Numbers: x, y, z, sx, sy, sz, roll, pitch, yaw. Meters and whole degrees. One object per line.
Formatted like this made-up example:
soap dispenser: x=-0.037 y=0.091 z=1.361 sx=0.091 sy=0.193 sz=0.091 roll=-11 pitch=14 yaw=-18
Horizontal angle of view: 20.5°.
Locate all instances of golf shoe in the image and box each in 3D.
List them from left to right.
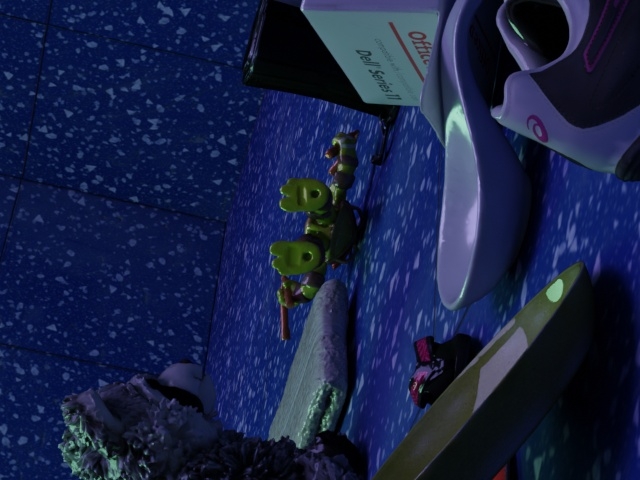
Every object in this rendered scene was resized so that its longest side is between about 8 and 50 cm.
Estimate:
golf shoe: x=0.160 y=-0.149 z=0.954 sx=0.105 sy=0.120 sz=0.273 roll=108 pitch=173 yaw=-49

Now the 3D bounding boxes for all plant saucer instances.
plant saucer: x=0.088 y=0.113 z=1.051 sx=0.241 sy=0.037 sz=0.241 roll=-48 pitch=-1 yaw=-2

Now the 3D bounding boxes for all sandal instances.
sandal: x=0.086 y=0.106 z=1.408 sx=0.179 sy=0.040 sz=0.067 roll=154 pitch=128 yaw=-81

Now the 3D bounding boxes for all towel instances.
towel: x=-0.015 y=0.206 z=2.022 sx=0.187 sy=0.049 sz=0.282 roll=-90 pitch=15 yaw=-55

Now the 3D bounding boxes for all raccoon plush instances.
raccoon plush: x=-0.127 y=0.314 z=1.693 sx=0.446 sy=0.299 sz=0.216 roll=-86 pitch=11 yaw=-45

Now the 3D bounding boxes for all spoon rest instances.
spoon rest: x=0.120 y=-0.085 z=1.300 sx=0.137 sy=0.084 sz=0.276 roll=-168 pitch=91 yaw=-83

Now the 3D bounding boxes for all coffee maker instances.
coffee maker: x=0.004 y=-0.197 z=2.007 sx=0.120 sy=0.178 sz=0.171 roll=112 pitch=168 yaw=-59

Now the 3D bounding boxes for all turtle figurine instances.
turtle figurine: x=0.000 y=0.000 z=2.051 sx=0.217 sy=0.087 sz=0.269 roll=0 pitch=-68 yaw=-78

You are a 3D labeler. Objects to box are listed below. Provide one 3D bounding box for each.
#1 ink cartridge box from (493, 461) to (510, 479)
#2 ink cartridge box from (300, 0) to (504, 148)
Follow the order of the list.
ink cartridge box: x=0.061 y=0.293 z=1.197 sx=0.261 sy=0.066 sz=0.296 roll=-89 pitch=13 yaw=-51
ink cartridge box: x=0.080 y=-0.239 z=1.445 sx=0.207 sy=0.119 sz=0.353 roll=48 pitch=-130 yaw=-66
